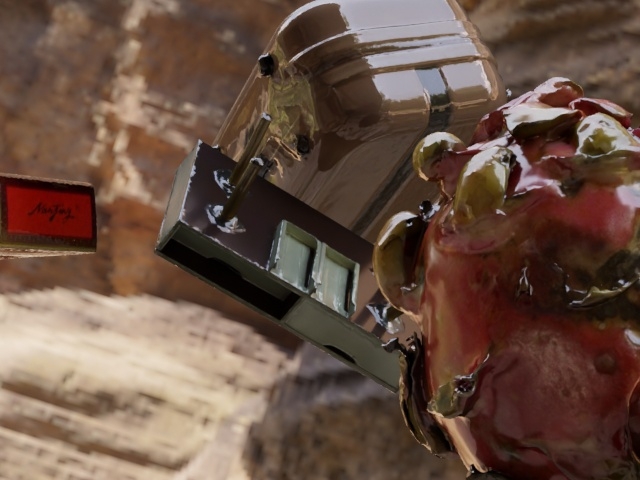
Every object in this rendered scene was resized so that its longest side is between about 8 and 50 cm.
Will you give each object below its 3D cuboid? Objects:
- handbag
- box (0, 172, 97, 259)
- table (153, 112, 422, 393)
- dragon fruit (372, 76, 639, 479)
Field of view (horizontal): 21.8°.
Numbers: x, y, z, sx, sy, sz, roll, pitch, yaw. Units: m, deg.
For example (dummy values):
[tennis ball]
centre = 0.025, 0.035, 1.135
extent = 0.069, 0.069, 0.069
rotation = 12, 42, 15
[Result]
[handbag]
centre = 0.056, -0.108, 1.550
extent = 0.283, 0.149, 0.302
rotation = -16, -22, -30
[box]
centre = -0.340, -0.015, 1.486
extent = 0.239, 0.074, 0.153
rotation = -5, -8, 25
[table]
centre = 0.000, 0.000, 1.364
extent = 0.240, 0.122, 0.111
rotation = 31, -57, -17
[dragon fruit]
centre = 0.163, 0.046, 1.060
extent = 0.291, 0.269, 0.250
rotation = 59, -29, -5
